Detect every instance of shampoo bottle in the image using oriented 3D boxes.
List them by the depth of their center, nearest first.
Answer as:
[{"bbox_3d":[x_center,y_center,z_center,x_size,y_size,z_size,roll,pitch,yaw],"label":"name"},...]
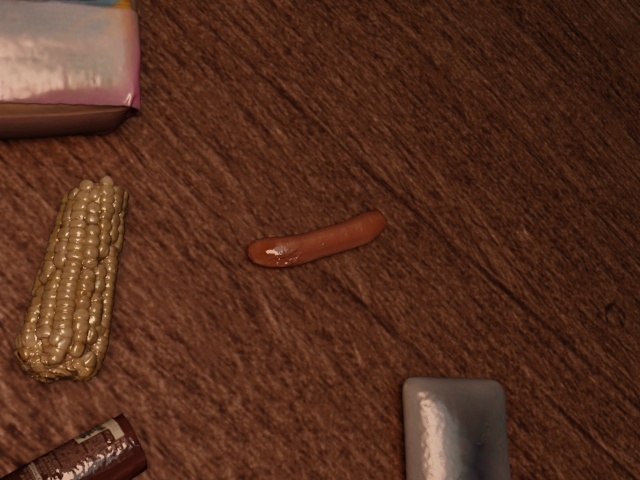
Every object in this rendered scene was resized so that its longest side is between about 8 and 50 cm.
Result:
[{"bbox_3d":[-0.274,0.245,0.669,0.236,0.068,0.067,-26,88,-28],"label":"shampoo bottle"}]

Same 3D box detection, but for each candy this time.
[{"bbox_3d":[0.160,0.249,0.861,0.138,0.071,0.174,6,71,-22],"label":"candy"}]

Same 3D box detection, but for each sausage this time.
[{"bbox_3d":[0.000,0.000,0.884,0.186,0.043,0.043,-15,81,-27],"label":"sausage"}]

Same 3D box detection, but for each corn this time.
[{"bbox_3d":[-0.248,0.040,0.742,0.087,0.087,0.210,13,64,-20],"label":"corn"}]

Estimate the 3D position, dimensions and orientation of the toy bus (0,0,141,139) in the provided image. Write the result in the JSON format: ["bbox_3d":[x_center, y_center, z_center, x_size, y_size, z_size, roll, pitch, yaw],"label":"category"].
[{"bbox_3d":[-0.366,-0.182,0.705,0.386,0.171,0.162,-5,80,-25],"label":"toy bus"}]
